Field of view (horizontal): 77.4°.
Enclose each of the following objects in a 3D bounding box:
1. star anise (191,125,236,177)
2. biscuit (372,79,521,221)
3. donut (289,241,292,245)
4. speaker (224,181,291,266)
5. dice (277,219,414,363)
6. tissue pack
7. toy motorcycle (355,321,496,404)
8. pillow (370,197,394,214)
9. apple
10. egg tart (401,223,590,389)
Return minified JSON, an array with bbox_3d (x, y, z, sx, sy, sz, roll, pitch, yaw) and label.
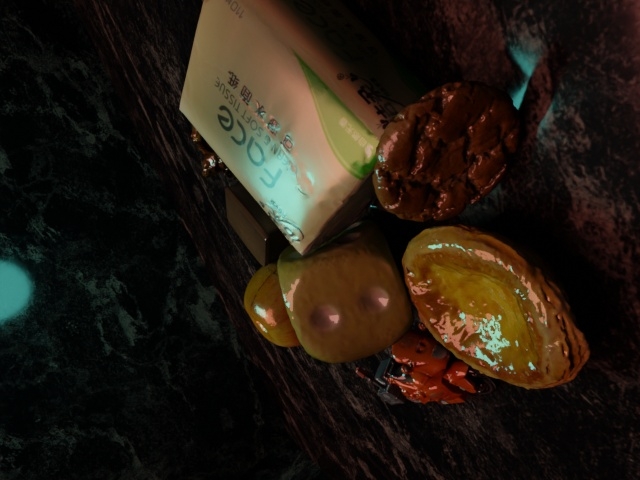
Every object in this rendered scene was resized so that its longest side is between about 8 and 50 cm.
[{"bbox_3d":[-0.351,-0.325,1.316,0.237,0.148,0.346,48,161,18],"label":"star anise"},{"bbox_3d":[0.175,-0.109,0.547,0.225,0.226,0.042,89,163,-44],"label":"biscuit"},{"bbox_3d":[0.000,-0.001,1.077,0.253,0.118,0.253,45,164,17],"label":"donut"},{"bbox_3d":[-0.176,-0.069,1.255,0.231,0.153,0.192,48,151,24],"label":"speaker"},{"bbox_3d":[0.051,0.097,0.854,0.238,0.233,0.226,-92,-18,-76],"label":"dice"},{"bbox_3d":[-0.039,-0.231,0.712,0.405,0.205,0.331,50,138,9],"label":"tissue pack"},{"bbox_3d":[0.232,0.311,0.947,0.221,0.147,0.325,37,146,-4],"label":"toy motorcycle"},{"bbox_3d":[0.097,-0.121,0.857,0.185,0.043,0.118,27,136,54],"label":"pillow"},{"bbox_3d":[-0.110,0.204,1.291,0.286,0.233,0.286,35,154,20],"label":"apple"},{"bbox_3d":[0.281,0.094,0.657,0.319,0.128,0.318,43,151,31],"label":"egg tart"}]
